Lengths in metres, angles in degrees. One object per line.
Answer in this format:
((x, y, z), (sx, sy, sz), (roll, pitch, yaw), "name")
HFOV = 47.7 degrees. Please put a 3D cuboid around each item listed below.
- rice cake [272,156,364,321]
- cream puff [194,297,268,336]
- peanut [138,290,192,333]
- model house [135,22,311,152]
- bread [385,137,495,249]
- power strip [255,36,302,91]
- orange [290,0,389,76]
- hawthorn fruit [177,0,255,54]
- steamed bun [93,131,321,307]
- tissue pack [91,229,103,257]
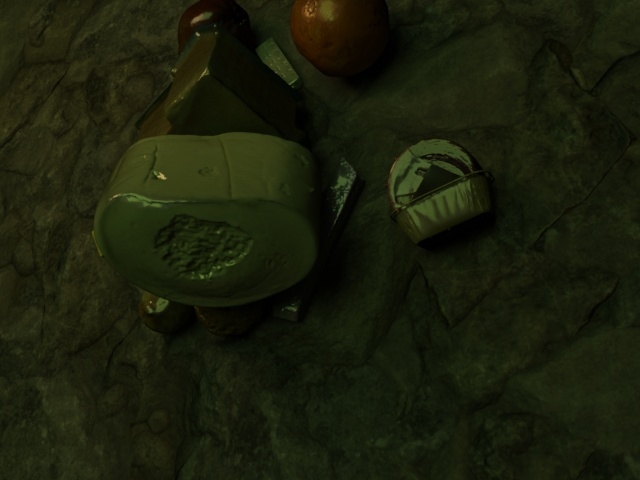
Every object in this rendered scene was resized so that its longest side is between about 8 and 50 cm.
((0.000, 0.001, 1.642), (0.070, 0.064, 0.398), (19, 77, 26), "rice cake")
((-0.208, 0.131, 1.658), (0.189, 0.129, 0.189), (-14, 62, 27), "cream puff")
((-0.368, 0.147, 1.756), (0.141, 0.109, 0.159), (29, 71, 26), "peanut")
((-0.257, -0.299, 1.811), (0.382, 0.335, 0.342), (-36, 34, 27), "model house")
((0.244, -0.105, 1.502), (0.224, 0.142, 0.211), (-26, 73, 18), "bread")
((-0.111, -0.467, 1.959), (0.060, 0.027, 0.252), (-35, 54, 7), "power strip")
((0.049, -0.522, 1.759), (0.246, 0.246, 0.246), (-13, 61, 24), "orange")
((-0.310, -0.568, 2.030), (0.248, 0.208, 0.208), (-18, 58, 38), "hawthorn fruit")
((-0.227, -0.049, 1.551), (0.456, 0.289, 0.371), (3, 33, -3), "steamed bun")
((-0.524, -0.030, 1.961), (0.176, 0.062, 0.095), (-37, 56, 9), "tissue pack")
